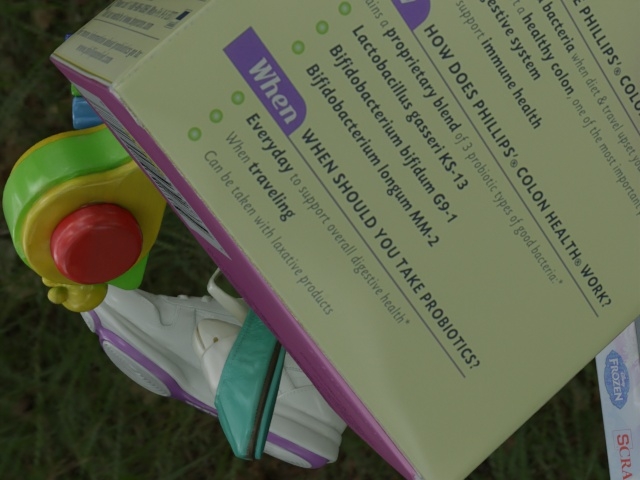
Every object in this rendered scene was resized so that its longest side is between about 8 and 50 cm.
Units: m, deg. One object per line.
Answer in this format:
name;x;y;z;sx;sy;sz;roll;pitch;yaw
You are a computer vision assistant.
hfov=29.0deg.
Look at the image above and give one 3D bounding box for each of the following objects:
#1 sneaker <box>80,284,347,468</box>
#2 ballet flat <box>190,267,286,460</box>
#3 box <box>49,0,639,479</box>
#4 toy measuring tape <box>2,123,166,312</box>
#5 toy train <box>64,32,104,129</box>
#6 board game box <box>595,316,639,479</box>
sneaker;-0.096;0.099;1.226;0.305;0.152;0.114;31;161;-9
ballet flat;-0.058;0.069;1.019;0.087;0.247;0.083;17;141;1
box;0.056;-0.063;0.510;0.213;0.243;0.117;53;171;-24
toy measuring tape;-0.168;-0.072;0.913;0.121;0.121;0.330;37;129;22
toy train;-0.118;-0.130;1.182;0.248;0.105;0.143;1;99;-9
board game box;0.474;0.213;1.601;0.066;0.318;0.319;-15;75;43
